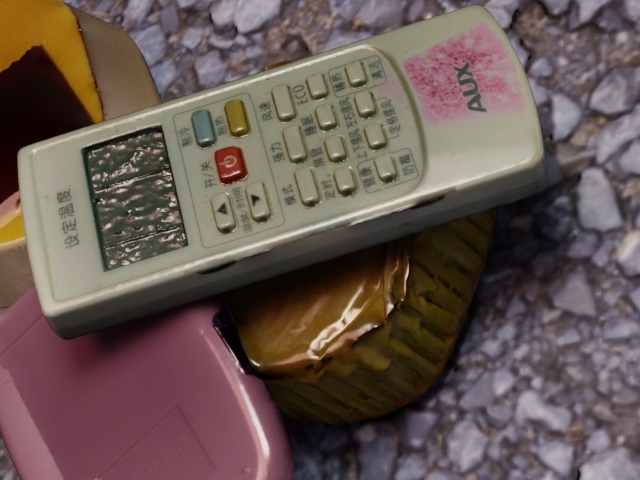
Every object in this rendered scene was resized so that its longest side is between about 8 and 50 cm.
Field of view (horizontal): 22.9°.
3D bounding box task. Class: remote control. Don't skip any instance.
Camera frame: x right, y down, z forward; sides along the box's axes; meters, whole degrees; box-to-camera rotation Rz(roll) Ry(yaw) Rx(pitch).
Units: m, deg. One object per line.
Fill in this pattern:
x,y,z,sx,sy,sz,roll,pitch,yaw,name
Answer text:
-0.027,-0.048,1.038,0.344,0.050,0.145,-18,57,3,remote control

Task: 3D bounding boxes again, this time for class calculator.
-0.131,0.109,1.054,0.194,0.043,0.294,-42,56,12,calculator

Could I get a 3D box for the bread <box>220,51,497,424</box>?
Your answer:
0.000,0.000,1.140,0.227,0.142,0.253,3,66,34,bread

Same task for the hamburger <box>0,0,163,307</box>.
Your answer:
-0.231,-0.068,1.314,0.227,0.151,0.295,-27,49,11,hamburger
